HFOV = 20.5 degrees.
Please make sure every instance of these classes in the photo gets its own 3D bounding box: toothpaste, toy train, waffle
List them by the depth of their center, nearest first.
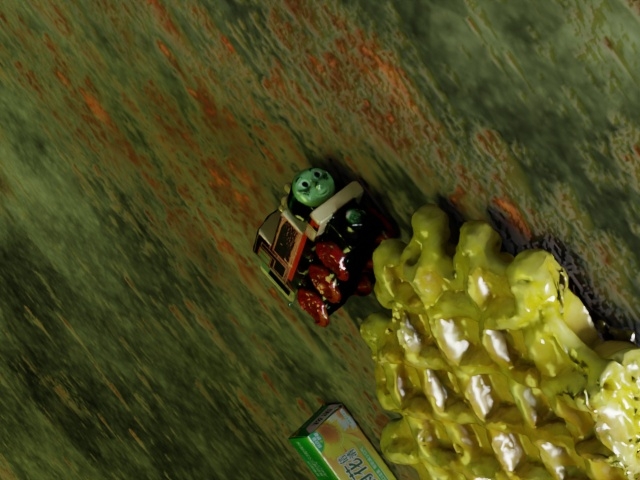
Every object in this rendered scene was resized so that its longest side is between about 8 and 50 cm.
[{"bbox_3d":[0.138,0.128,1.125,0.307,0.060,0.312,36,148,30],"label":"waffle"},{"bbox_3d":[0.000,0.000,1.199,0.087,0.050,0.138,47,155,13],"label":"toy train"},{"bbox_3d":[0.045,0.213,1.432,0.178,0.043,0.037,55,152,-11],"label":"toothpaste"}]
